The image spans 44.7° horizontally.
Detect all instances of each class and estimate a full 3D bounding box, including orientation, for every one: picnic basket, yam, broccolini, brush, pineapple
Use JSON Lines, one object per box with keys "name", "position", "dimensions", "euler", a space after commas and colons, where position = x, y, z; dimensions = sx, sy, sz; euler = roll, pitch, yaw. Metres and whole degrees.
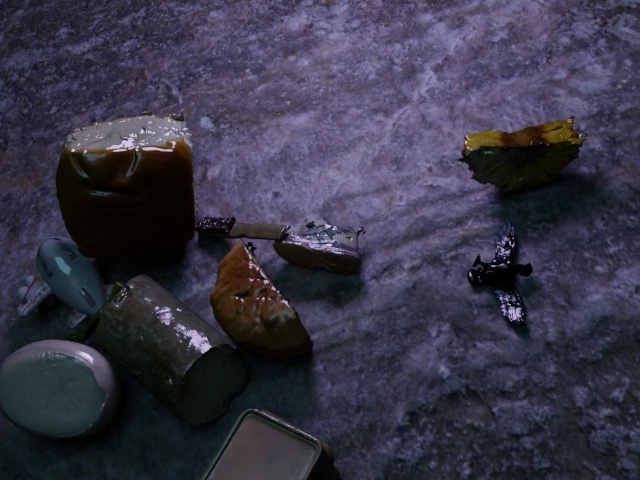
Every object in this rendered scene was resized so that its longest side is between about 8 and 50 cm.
{"name": "picnic basket", "position": [-0.097, 0.410, 1.210], "dimensions": [0.165, 0.139, 0.267], "euler": [18, 63, 27]}
{"name": "yam", "position": [-0.284, 0.188, 1.413], "dimensions": [0.304, 0.168, 0.168], "euler": [32, 70, 30]}
{"name": "broccolini", "position": [-0.445, 0.166, 1.477], "dimensions": [0.054, 0.051, 0.239], "euler": [46, 110, 11]}
{"name": "brush", "position": [-0.162, -0.024, 1.550], "dimensions": [0.248, 0.036, 0.043], "euler": [4, 58, 43]}
{"name": "pineapple", "position": [0.374, -0.151, 1.471], "dimensions": [0.233, 0.135, 0.079], "euler": [-7, 45, 1]}

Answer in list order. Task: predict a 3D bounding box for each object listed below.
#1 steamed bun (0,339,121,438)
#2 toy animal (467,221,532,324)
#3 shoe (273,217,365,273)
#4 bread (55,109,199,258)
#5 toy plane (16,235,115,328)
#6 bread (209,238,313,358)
{"name": "steamed bun", "position": [-0.469, 0.265, 1.416], "dimensions": [0.228, 0.131, 0.177], "euler": [1, 94, 9]}
{"name": "toy animal", "position": [0.322, 0.056, 1.390], "dimensions": [0.108, 0.062, 0.220], "euler": [2, 54, -4]}
{"name": "shoe", "position": [0.000, 0.000, 1.498], "dimensions": [0.180, 0.089, 0.092], "euler": [9, 60, 19]}
{"name": "bread", "position": [-0.373, -0.104, 1.538], "dimensions": [0.279, 0.250, 0.225], "euler": [-9, 33, -16]}
{"name": "toy plane", "position": [-0.504, 0.074, 1.584], "dimensions": [0.252, 0.118, 0.252], "euler": [-9, 51, 11]}
{"name": "bread", "position": [-0.122, 0.128, 1.425], "dimensions": [0.134, 0.129, 0.260], "euler": [-32, 52, -5]}
